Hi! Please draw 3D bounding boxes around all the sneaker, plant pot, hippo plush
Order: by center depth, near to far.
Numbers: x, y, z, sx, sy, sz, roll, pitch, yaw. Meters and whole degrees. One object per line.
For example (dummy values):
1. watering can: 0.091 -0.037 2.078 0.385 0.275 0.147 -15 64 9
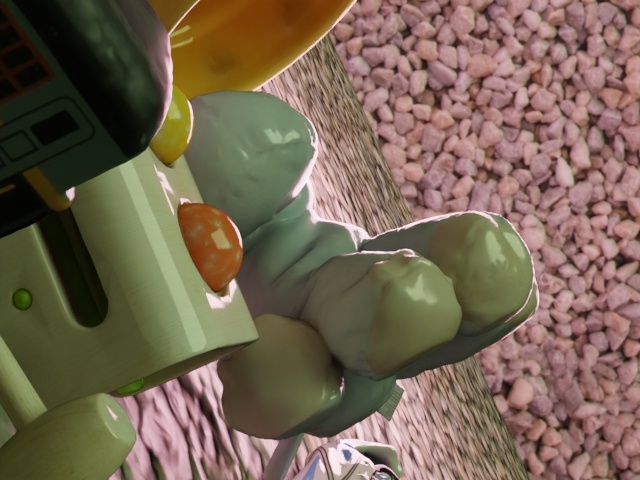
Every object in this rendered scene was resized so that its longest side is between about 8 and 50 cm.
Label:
1. hippo plush: 0.000 0.000 0.959 0.237 0.234 0.294 60 -6 14
2. sneaker: 0.017 0.210 1.075 0.237 0.086 0.085 -56 123 -75
3. plant pot: -0.113 -0.262 1.105 0.239 0.254 0.254 52 9 11

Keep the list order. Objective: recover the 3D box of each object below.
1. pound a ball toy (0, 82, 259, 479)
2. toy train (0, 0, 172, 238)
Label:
1. pound a ball toy: -0.134 -0.029 0.747 0.319 0.135 0.208 67 11 7
2. toy train: -0.198 -0.125 0.506 0.334 0.190 0.142 58 13 -35
